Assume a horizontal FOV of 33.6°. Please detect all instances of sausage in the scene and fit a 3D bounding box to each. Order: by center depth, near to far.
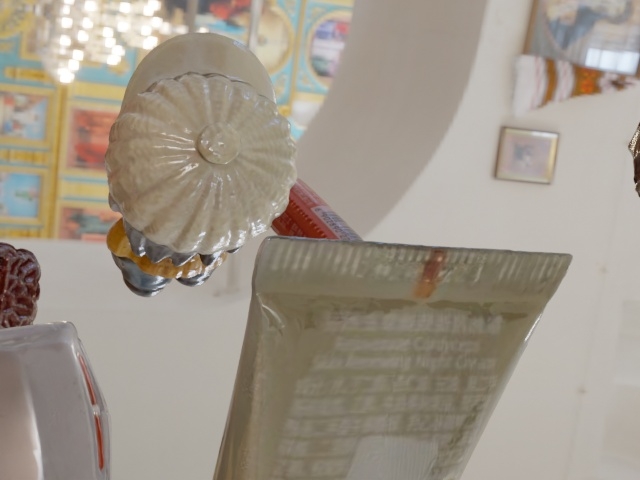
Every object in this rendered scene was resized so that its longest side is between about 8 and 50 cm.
[{"bbox_3d":[0.000,0.000,1.245,0.274,0.074,0.074,48,-49,39],"label":"sausage"}]

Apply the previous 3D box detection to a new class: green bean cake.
[{"bbox_3d":[-0.355,0.063,1.073,0.056,0.136,0.135,-27,-125,48],"label":"green bean cake"}]

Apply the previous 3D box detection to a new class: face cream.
[{"bbox_3d":[-0.009,0.148,0.457,0.084,0.137,0.341,53,-48,50],"label":"face cream"}]

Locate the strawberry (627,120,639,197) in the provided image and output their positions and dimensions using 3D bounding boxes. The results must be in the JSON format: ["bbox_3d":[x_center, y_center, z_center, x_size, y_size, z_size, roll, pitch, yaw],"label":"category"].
[{"bbox_3d":[0.351,-0.058,0.771,0.190,0.237,0.111,-62,170,-67],"label":"strawberry"}]

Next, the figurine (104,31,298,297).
[{"bbox_3d":[-0.128,-0.034,1.063,0.204,0.185,0.332,61,-27,32],"label":"figurine"}]

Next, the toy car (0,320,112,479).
[{"bbox_3d":[-0.172,0.079,0.331,0.108,0.210,0.089,-34,-114,61],"label":"toy car"}]
